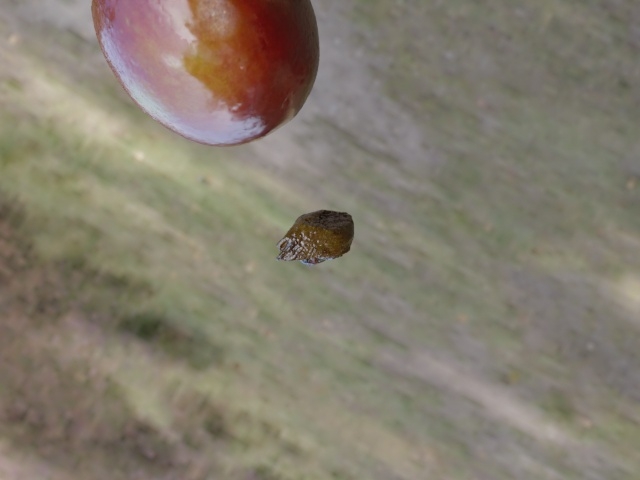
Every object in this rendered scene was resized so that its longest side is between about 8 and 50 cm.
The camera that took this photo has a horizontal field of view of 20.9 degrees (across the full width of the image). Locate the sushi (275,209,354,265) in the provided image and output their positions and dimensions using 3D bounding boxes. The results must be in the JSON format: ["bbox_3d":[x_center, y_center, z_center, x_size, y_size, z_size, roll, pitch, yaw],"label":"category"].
[{"bbox_3d":[0.000,0.000,1.646,0.099,0.047,0.050,-8,-147,-41],"label":"sushi"}]

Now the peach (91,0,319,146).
[{"bbox_3d":[-0.103,-0.194,1.496,0.189,0.196,0.226,-11,136,26],"label":"peach"}]
